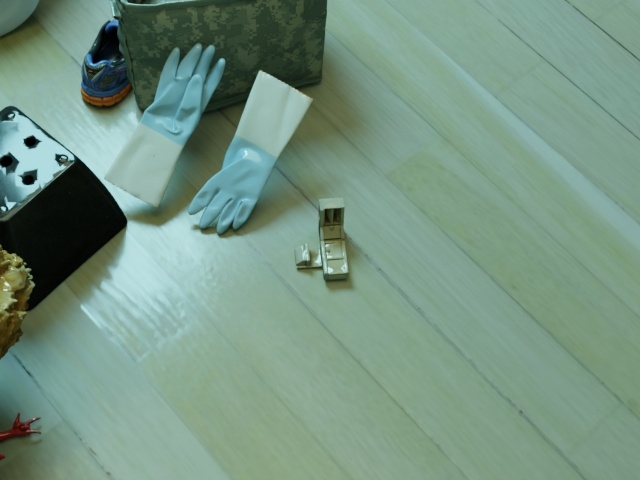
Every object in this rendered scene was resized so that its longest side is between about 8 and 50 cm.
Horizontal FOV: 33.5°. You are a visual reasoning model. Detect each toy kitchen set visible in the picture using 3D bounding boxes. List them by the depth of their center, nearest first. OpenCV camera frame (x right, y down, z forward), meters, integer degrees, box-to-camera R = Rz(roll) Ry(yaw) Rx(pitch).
[{"bbox_3d":[0.000,0.000,1.407,0.068,0.075,0.083,-4,58,-4],"label":"toy kitchen set"}]

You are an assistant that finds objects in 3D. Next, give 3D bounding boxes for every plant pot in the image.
[{"bbox_3d":[-0.389,-0.058,1.369,0.187,0.167,0.188,38,67,17],"label":"plant pot"}]

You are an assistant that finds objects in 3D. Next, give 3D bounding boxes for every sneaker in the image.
[{"bbox_3d":[-0.276,-0.297,1.548,0.083,0.087,0.221,21,63,8],"label":"sneaker"}]

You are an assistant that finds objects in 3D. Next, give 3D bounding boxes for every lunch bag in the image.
[{"bbox_3d":[-0.146,-0.308,1.475,0.287,0.235,0.168,-18,63,-12],"label":"lunch bag"}]

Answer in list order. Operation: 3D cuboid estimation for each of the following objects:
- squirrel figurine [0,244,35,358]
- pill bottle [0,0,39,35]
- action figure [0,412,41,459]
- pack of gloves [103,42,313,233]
[{"bbox_3d":[-0.511,0.089,1.222,0.397,0.281,0.370,10,40,12],"label":"squirrel figurine"},{"bbox_3d":[-0.541,-0.449,1.574,0.161,0.161,0.283,-25,66,-15],"label":"pill bottle"},{"bbox_3d":[-0.394,0.290,1.225,0.139,0.091,0.280,-14,64,-3],"label":"action figure"},{"bbox_3d":[-0.150,-0.138,1.433,0.195,0.046,0.232,29,100,-5],"label":"pack of gloves"}]
